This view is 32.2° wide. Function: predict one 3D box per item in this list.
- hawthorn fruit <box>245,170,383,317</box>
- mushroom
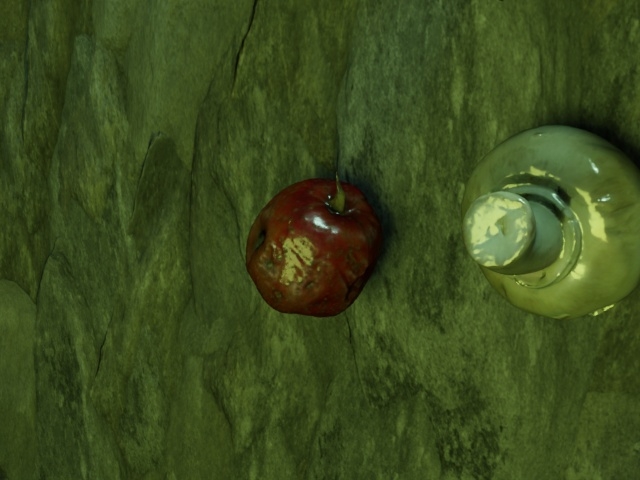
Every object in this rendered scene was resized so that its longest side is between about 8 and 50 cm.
[{"bbox_3d":[-0.009,0.016,2.067,0.262,0.258,0.258,-24,96,27],"label":"hawthorn fruit"},{"bbox_3d":[0.356,-0.046,1.716,0.315,0.315,0.356,11,153,37],"label":"mushroom"}]
